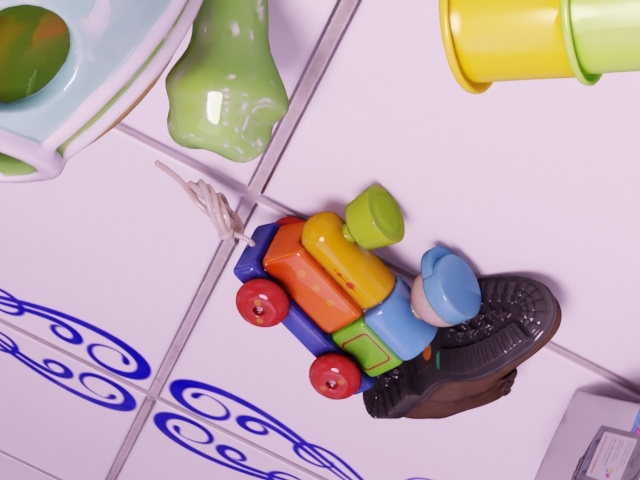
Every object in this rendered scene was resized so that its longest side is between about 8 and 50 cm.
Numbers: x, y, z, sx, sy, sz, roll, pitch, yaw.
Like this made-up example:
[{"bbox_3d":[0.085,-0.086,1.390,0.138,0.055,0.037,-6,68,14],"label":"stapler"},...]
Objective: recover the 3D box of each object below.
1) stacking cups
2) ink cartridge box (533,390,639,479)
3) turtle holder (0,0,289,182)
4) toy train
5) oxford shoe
[{"bbox_3d":[0.221,-0.120,0.524,0.316,0.096,0.096,3,142,26],"label":"stacking cups"},{"bbox_3d":[0.310,0.224,0.805,0.226,0.131,0.306,28,173,-4],"label":"ink cartridge box"},{"bbox_3d":[-0.170,-0.146,0.580,0.243,0.227,0.320,4,169,17],"label":"turtle holder"},{"bbox_3d":[0.000,0.000,0.843,0.143,0.105,0.248,-30,112,34],"label":"toy train"},{"bbox_3d":[0.132,0.091,0.909,0.096,0.082,0.227,12,152,-26],"label":"oxford shoe"}]
